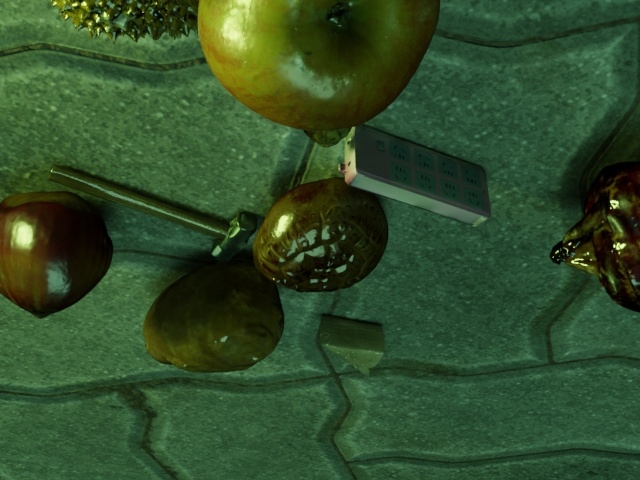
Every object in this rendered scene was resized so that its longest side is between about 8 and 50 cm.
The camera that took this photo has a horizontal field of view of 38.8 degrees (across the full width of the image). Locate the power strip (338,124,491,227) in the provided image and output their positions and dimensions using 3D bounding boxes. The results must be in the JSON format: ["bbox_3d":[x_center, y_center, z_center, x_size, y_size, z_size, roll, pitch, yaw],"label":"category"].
[{"bbox_3d":[0.159,-0.104,1.471,0.278,0.109,0.037,17,142,-22],"label":"power strip"}]

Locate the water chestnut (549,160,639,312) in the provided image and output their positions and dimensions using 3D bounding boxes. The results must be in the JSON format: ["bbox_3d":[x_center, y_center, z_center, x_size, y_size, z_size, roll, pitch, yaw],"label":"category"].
[{"bbox_3d":[0.537,-0.014,1.499,0.244,0.289,0.289,29,147,18],"label":"water chestnut"}]

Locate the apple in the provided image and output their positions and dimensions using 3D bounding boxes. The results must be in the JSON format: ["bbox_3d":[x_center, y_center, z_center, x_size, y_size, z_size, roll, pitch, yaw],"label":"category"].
[{"bbox_3d":[0.004,-0.265,1.089,0.301,0.302,0.302,-1,143,-1],"label":"apple"}]

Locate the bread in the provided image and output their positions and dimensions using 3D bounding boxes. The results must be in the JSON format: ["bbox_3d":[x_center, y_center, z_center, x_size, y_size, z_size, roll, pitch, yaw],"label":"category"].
[{"bbox_3d":[0.055,0.224,1.930,0.152,0.077,0.105,12,140,-15],"label":"bread"}]

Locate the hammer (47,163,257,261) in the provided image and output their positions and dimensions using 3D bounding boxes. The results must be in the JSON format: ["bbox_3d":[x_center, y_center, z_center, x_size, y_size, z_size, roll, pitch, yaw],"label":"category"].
[{"bbox_3d":[-0.294,-0.058,1.586,0.365,0.044,0.111,20,139,-23],"label":"hammer"}]

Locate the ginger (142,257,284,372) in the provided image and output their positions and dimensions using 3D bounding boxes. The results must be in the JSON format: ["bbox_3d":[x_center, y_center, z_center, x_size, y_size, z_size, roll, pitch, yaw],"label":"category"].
[{"bbox_3d":[-0.202,0.145,1.716,0.269,0.201,0.223,3,144,-6],"label":"ginger"}]

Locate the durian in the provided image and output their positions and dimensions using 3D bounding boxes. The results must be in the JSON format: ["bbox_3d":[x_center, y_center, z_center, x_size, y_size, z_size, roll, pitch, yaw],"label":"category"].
[{"bbox_3d":[-0.229,-0.318,1.169,0.249,0.138,0.183,-6,134,-3],"label":"durian"}]

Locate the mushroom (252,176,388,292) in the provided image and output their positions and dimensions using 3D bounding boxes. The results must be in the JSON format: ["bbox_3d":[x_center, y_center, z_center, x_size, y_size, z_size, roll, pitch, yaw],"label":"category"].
[{"bbox_3d":[0.000,0.000,1.581,0.253,0.153,0.253,-9,148,-5],"label":"mushroom"}]

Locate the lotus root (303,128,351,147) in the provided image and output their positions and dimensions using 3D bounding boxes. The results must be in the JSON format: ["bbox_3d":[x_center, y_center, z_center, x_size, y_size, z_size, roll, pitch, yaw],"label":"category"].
[{"bbox_3d":[0.007,-0.209,1.346,0.080,0.089,0.179,-36,148,-27],"label":"lotus root"}]

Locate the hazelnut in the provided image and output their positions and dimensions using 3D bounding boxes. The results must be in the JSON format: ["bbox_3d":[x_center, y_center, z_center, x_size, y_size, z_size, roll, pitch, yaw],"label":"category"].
[{"bbox_3d":[-0.456,0.022,1.525,0.229,0.230,0.230,-1,143,-1],"label":"hazelnut"}]
